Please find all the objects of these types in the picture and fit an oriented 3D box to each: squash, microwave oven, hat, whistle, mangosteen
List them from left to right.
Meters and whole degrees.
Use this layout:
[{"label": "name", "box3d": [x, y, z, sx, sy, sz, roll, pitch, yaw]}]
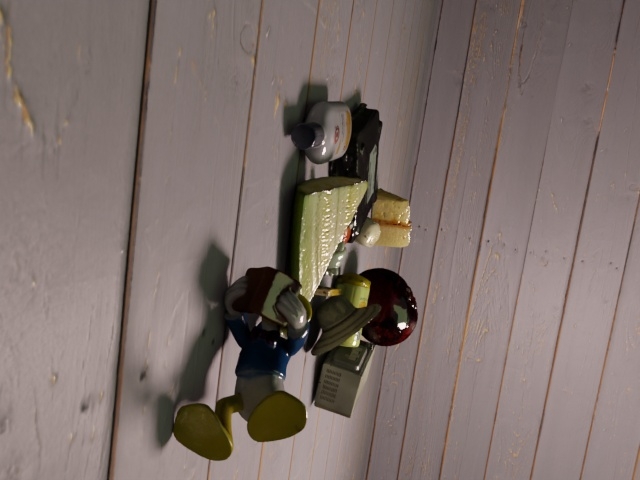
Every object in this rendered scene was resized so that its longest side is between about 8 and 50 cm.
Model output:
[{"label": "squash", "box3d": [0.000, 0.000, 1.180, 0.203, 0.111, 0.288, -17, 117, -36]}, {"label": "whistle", "box3d": [0.027, -0.017, 1.303, 0.106, 0.102, 0.253, -40, 142, -56]}, {"label": "hat", "box3d": [0.045, 0.221, 1.482, 0.110, 0.252, 0.252, 56, 21, -1]}, {"label": "microwave oven", "box3d": [0.085, 0.443, 1.706, 0.240, 0.145, 0.193, -38, 139, -68]}, {"label": "mangosteen", "box3d": [0.213, 0.252, 1.874, 0.297, 0.293, 0.297, 25, 51, -36]}]

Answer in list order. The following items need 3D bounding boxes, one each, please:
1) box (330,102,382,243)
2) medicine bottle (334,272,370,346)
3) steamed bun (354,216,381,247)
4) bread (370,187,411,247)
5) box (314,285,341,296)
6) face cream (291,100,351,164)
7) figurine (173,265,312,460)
[{"label": "box", "box3d": [0.115, -0.205, 1.527, 0.350, 0.091, 0.359, -57, 152, -55]}, {"label": "medicine bottle", "box3d": [0.091, 0.226, 1.669, 0.124, 0.124, 0.238, 27, 73, -74]}, {"label": "steamed bun", "box3d": [0.144, -0.037, 1.696, 0.090, 0.112, 0.130, -63, 157, 10]}, {"label": "bread", "box3d": [0.313, -0.092, 2.166, 0.135, 0.178, 0.240, -55, 149, -55]}, {"label": "box", "box3d": [0.007, 0.139, 1.385, 0.149, 0.073, 0.020, 18, 80, -74]}, {"label": "face cream", "box3d": [0.007, -0.246, 1.145, 0.291, 0.071, 0.143, -37, 134, -68]}, {"label": "figurine", "box3d": [-0.110, 0.175, 0.901, 0.338, 0.205, 0.283, -65, 155, -80]}]
